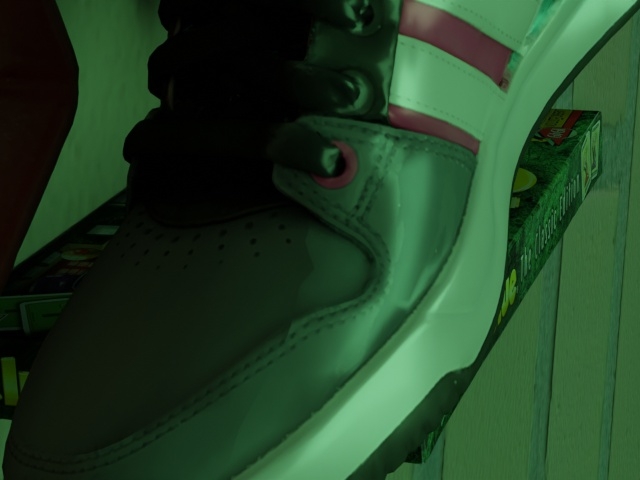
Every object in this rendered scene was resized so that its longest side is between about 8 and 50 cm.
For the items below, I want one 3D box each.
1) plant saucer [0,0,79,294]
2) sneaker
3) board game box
[{"bbox_3d":[-0.131,-0.022,0.325,0.259,0.047,0.258,75,25,-50],"label":"plant saucer"},{"bbox_3d":[-0.008,-0.079,0.440,0.178,0.123,0.295,56,52,-35],"label":"sneaker"},{"bbox_3d":[0.000,0.000,0.613,0.260,0.136,0.030,-47,140,-65],"label":"board game box"}]
